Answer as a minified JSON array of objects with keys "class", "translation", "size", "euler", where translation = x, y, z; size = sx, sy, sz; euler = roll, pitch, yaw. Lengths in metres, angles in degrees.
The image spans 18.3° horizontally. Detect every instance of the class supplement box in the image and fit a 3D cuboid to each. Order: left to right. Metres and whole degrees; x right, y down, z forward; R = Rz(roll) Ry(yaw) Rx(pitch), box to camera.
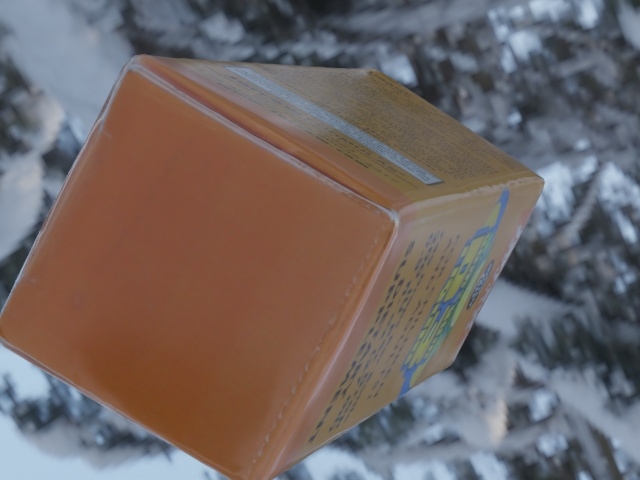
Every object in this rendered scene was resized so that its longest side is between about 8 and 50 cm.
[{"class":"supplement box","translation":[0.000,0.000,0.548],"size":[0.080,0.233,0.078],"euler":[29,-79,9]}]
